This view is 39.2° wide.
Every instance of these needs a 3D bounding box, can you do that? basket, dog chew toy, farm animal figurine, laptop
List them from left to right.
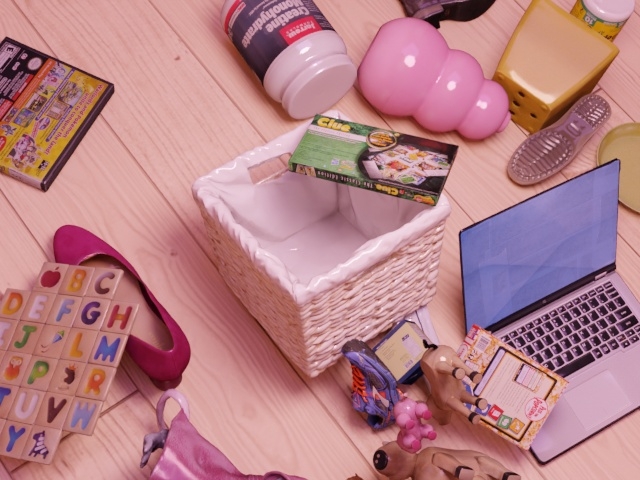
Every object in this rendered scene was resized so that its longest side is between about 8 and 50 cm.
[{"bbox_3d":[0.000,0.000,1.589,0.328,0.266,0.331,-30,55,-22],"label":"basket"},{"bbox_3d":[0.187,0.356,1.482,0.327,0.172,0.330,35,85,-28],"label":"farm animal figurine"},{"bbox_3d":[0.247,-0.324,1.885,0.332,0.206,0.206,27,62,-5],"label":"dog chew toy"},{"bbox_3d":[0.482,0.128,1.670,0.382,0.236,0.407,-24,70,-20],"label":"laptop"}]

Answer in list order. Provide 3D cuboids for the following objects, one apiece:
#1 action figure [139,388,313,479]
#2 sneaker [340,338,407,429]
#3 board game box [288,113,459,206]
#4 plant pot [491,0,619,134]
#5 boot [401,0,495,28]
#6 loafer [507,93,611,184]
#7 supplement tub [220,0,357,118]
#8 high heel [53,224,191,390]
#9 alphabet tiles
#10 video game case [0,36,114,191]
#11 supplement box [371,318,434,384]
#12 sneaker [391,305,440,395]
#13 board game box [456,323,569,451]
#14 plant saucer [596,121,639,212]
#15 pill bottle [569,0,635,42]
[{"bbox_3d":[-0.114,0.433,1.464,0.370,0.248,0.275,9,35,-5],"label":"action figure"},{"bbox_3d":[0.089,0.259,1.563,0.087,0.221,0.083,-37,34,-7],"label":"sneaker"},{"bbox_3d":[0.090,-0.139,1.517,0.260,0.030,0.136,15,52,15],"label":"board game box"},{"bbox_3d":[0.477,-0.359,1.944,0.212,0.212,0.187,38,75,9],"label":"plant pot"},{"bbox_3d":[0.265,-0.611,2.088,0.263,0.091,0.229,-20,69,-17],"label":"boot"},{"bbox_3d":[0.513,-0.203,1.930,0.269,0.092,0.102,-37,73,-8],"label":"loafer"},{"bbox_3d":[-0.066,-0.408,1.867,0.191,0.191,0.272,-27,71,-22],"label":"supplement tub"},{"bbox_3d":[-0.349,0.087,1.567,0.127,0.181,0.377,-38,75,-25],"label":"high heel"},{"bbox_3d":[-0.458,0.195,1.504,0.285,0.011,0.342,5,64,24],"label":"alphabet tiles"},{"bbox_3d":[-0.585,-0.255,1.782,0.248,0.035,0.274,24,61,2],"label":"video game case"},{"bbox_3d":[0.154,0.199,1.599,0.083,0.056,0.083,-45,64,12],"label":"supplement box"},{"bbox_3d":[0.174,0.198,1.672,0.091,0.094,0.258,-17,62,1],"label":"sneaker"},{"bbox_3d":[0.316,0.259,1.580,0.194,0.045,0.146,32,90,-9],"label":"board game box"},{"bbox_3d":[0.712,-0.149,1.966,0.241,0.037,0.240,4,63,-8],"label":"plant saucer"},{"bbox_3d":[0.606,-0.476,2.015,0.118,0.208,0.117,4,62,-9],"label":"pill bottle"}]
